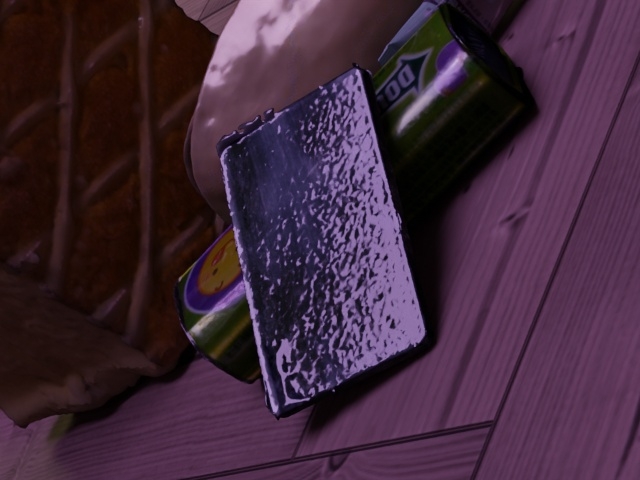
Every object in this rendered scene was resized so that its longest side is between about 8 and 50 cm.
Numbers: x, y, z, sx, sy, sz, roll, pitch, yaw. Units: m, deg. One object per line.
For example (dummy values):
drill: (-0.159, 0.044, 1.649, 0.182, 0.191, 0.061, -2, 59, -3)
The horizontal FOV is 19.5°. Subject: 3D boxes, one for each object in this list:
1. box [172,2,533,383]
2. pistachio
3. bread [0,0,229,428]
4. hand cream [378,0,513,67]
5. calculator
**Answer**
box: (0.023, -0.041, 1.561, 0.345, 0.097, 0.134, -45, 26, 16)
pistachio: (-0.015, -0.150, 1.684, 0.299, 0.187, 0.187, -55, 22, 4)
bread: (-0.279, -0.069, 1.840, 0.279, 0.371, 0.390, -20, 42, 46)
hand cream: (0.163, -0.259, 1.647, 0.331, 0.085, 0.058, -54, 32, -13)
calculator: (0.000, 0.000, 1.477, 0.161, 0.021, 0.262, -27, 59, 28)
